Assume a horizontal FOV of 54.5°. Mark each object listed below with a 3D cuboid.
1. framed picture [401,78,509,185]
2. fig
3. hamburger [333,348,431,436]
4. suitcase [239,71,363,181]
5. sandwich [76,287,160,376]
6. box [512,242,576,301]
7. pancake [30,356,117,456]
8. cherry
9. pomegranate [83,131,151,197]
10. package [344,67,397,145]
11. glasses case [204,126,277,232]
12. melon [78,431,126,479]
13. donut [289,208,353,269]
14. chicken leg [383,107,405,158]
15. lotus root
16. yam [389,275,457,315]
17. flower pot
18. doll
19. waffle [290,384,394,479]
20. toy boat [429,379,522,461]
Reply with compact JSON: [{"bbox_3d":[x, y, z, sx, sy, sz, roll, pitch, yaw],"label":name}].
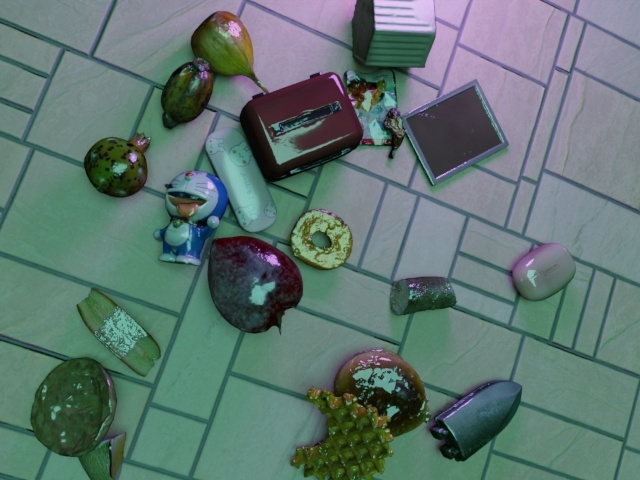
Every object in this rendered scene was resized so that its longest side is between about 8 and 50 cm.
[{"bbox_3d":[0.404,-0.328,1.880,0.296,0.019,0.232,-27,93,-15],"label":"framed picture"},{"bbox_3d":[-0.226,-0.494,1.679,0.159,0.159,0.257,-46,104,-13],"label":"fig"},{"bbox_3d":[0.166,0.428,1.705,0.286,0.146,0.243,31,86,-11],"label":"hamburger"},{"bbox_3d":[-0.052,-0.307,1.694,0.297,0.161,0.236,-24,89,-14],"label":"suitcase"},{"bbox_3d":[-0.511,0.234,1.580,0.258,0.096,0.094,46,72,-9],"label":"sandwich"},{"bbox_3d":[0.674,0.095,1.875,0.200,0.088,0.146,-32,92,-15],"label":"box"},{"bbox_3d":[-0.606,0.412,1.533,0.241,0.050,0.242,-5,67,13],"label":"pancake"},{"bbox_3d":[-0.175,0.109,1.612,0.230,0.203,0.300,-41,87,-6],"label":"cherry"},{"bbox_3d":[-0.507,-0.200,1.590,0.159,0.159,0.205,36,53,-8],"label":"pomegranate"},{"bbox_3d":[0.150,-0.392,1.814,0.166,0.040,0.232,0,88,-13],"label":"package"},{"bbox_3d":[-0.216,-0.163,1.688,0.113,0.075,0.297,-25,93,-16],"label":"glasses case"},{"bbox_3d":[-0.549,0.548,1.559,0.139,0.093,0.203,16,112,14],"label":"melon"},{"bbox_3d":[0.000,0.000,1.735,0.178,0.065,0.162,35,84,-10],"label":"donut"},{"bbox_3d":[0.217,-0.312,1.807,0.062,0.037,0.145,-10,98,-4],"label":"chicken leg"},{"bbox_3d":[-0.354,-0.384,1.648,0.120,0.120,0.209,32,107,-9],"label":"lotus root"},{"bbox_3d":[0.298,0.153,1.777,0.183,0.107,0.107,-4,87,-17],"label":"yam"},{"bbox_3d":[0.203,-0.606,1.756,0.189,0.209,0.239,-3,88,-13],"label":"flower pot"},{"bbox_3d":[-0.342,-0.057,1.604,0.215,0.161,0.257,5,75,27],"label":"doll"},{"bbox_3d":[0.063,0.524,1.636,0.259,0.069,0.293,18,113,8],"label":"waffle"},{"bbox_3d":[0.466,0.502,1.797,0.319,0.092,0.141,-28,92,-21],"label":"toy boat"}]
